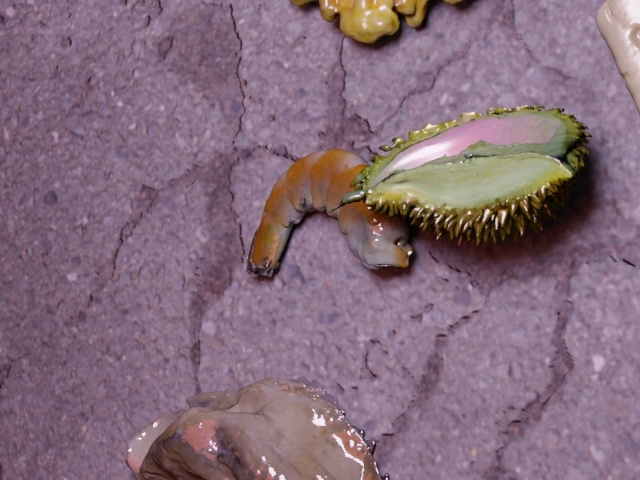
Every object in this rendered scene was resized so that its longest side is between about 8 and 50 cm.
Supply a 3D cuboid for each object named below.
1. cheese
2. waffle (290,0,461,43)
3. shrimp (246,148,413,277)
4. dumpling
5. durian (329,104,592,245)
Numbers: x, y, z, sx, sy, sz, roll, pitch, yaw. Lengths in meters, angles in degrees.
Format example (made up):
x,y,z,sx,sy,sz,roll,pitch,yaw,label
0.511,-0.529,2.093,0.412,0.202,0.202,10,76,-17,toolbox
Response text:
x,y,z,sx,sy,sz,roll,pitch,yaw,label
0.283,-0.122,1.204,0.065,0.043,0.194,-36,67,30,cheese
0.064,-0.337,1.371,0.281,0.058,0.301,-25,72,29,waffle
0.000,0.000,1.373,0.166,0.049,0.161,-46,59,21,shrimp
-0.048,0.206,1.356,0.332,0.086,0.166,22,98,30,dumpling
0.131,-0.048,1.264,0.220,0.137,0.095,-2,116,28,durian
